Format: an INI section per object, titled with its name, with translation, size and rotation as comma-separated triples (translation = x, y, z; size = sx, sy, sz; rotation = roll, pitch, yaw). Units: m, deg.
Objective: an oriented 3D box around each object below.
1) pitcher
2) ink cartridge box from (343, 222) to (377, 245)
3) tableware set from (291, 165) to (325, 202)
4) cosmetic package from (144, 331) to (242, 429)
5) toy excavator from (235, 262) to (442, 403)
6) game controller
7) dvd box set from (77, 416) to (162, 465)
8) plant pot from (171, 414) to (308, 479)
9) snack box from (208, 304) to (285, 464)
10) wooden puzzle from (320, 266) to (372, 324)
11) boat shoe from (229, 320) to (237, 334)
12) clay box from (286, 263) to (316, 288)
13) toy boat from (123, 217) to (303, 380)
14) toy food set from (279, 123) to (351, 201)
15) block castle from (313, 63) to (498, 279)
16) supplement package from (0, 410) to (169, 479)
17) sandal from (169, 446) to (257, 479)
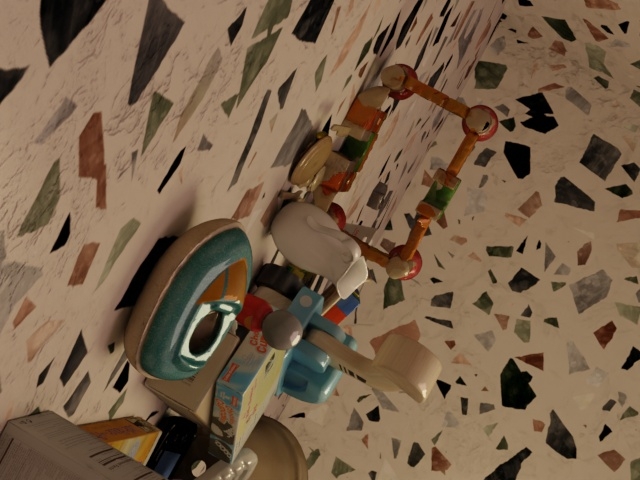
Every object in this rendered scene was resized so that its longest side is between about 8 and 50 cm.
[pitcher]
translation = 0.000, 0.000, 1.985
size = 0.125, 0.207, 0.178
rotation = -40, 158, -25
[ink cartridge box]
translation = 0.056, 0.013, 2.455
size = 0.104, 0.181, 0.061
rotation = -57, 138, -28
[tableware set]
translation = -0.038, -0.099, 2.125
size = 0.168, 0.020, 0.141
rotation = -61, 171, 5
[cosmetic package]
translation = -0.223, 0.256, 1.860
size = 0.160, 0.113, 0.309
rotation = -60, 170, -14
[toy excavator]
translation = 0.017, 0.238, 2.074
size = 0.222, 0.445, 0.433
rotation = -58, 170, -26
[game controller]
translation = -0.355, 0.503, 2.002
size = 0.319, 0.067, 0.166
rotation = -61, 171, -9
[dvd box set]
translation = -0.401, 0.433, 1.552
size = 0.307, 0.062, 0.420
rotation = -61, 171, -4
[plant pot]
translation = -0.220, 0.526, 2.212
size = 0.323, 0.323, 0.280
rotation = -60, 154, -10
[snack box]
translation = -0.136, 0.279, 1.861
size = 0.187, 0.060, 0.322
rotation = -57, 169, -34
[wooden puzzle]
translation = -0.006, 0.197, 2.459
size = 0.348, 0.080, 0.322
rotation = -39, -177, 3
[boat shoe]
translation = -0.190, 0.160, 1.940
size = 0.063, 0.066, 0.184
rotation = -57, 160, -22
[clay box]
translation = -0.064, 0.113, 2.502
size = 0.127, 0.053, 0.222
rotation = -64, 171, 16
[toy boat]
translation = -0.148, 0.106, 1.522
size = 0.267, 0.148, 0.318
rotation = -63, 153, 3
[toy food set]
translation = -0.023, -0.166, 1.986
size = 0.192, 0.038, 0.132
rotation = -53, 168, 11
[block castle]
translation = 0.180, -0.158, 2.271
size = 0.453, 0.303, 0.213
rotation = -62, 172, 9
[supplement package]
translation = -0.300, 0.340, 1.253
size = 0.139, 0.244, 0.134
rotation = -62, 171, 1
[sandal]
translation = -0.309, 0.513, 1.932
size = 0.416, 0.102, 0.169
rotation = -22, 148, -38
